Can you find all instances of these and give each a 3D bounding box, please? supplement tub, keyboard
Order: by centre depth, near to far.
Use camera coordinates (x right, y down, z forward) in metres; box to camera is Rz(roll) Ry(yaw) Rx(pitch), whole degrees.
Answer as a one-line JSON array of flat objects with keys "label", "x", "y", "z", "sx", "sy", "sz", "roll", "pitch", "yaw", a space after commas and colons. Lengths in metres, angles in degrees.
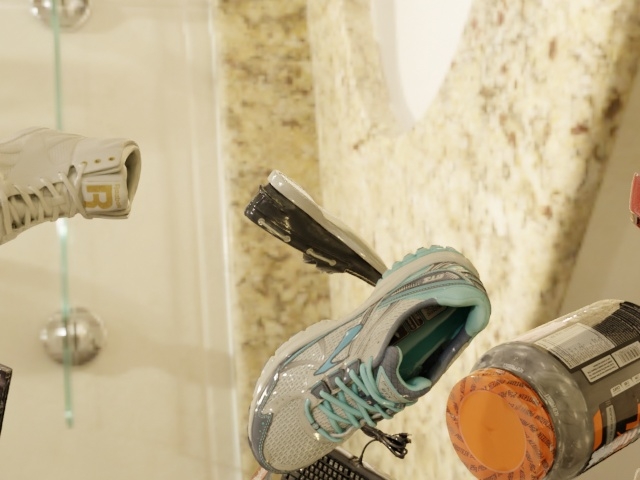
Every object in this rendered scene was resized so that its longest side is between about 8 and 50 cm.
[{"label": "supplement tub", "x": 0.327, "y": 0.204, "z": 1.214, "sx": 0.193, "sy": 0.316, "sz": 0.194, "roll": 21, "pitch": 118, "yaw": 46}, {"label": "keyboard", "x": 0.056, "y": 0.396, "z": 1.570, "sx": 0.317, "sy": 0.033, "sz": 0.202, "roll": 18, "pitch": 88, "yaw": 46}]

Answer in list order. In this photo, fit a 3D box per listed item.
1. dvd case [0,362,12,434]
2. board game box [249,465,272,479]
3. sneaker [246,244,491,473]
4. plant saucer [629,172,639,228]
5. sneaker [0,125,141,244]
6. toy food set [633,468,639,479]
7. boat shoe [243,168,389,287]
[{"label": "dvd case", "x": -0.473, "y": 0.235, "z": 1.147, "sx": 0.018, "sy": 0.164, "sz": 0.221, "roll": -19, "pitch": -55, "yaw": -68}, {"label": "board game box", "x": -0.145, "y": 0.594, "z": 1.832, "sx": 0.145, "sy": 0.027, "sz": 0.281, "roll": -20, "pitch": -57, "yaw": -80}, {"label": "sneaker", "x": 0.041, "y": 0.120, "z": 0.854, "sx": 0.283, "sy": 0.110, "sz": 0.122, "roll": -45, "pitch": 19, "yaw": 4}, {"label": "plant saucer", "x": 0.560, "y": 0.012, "z": 1.372, "sx": 0.258, "sy": 0.048, "sz": 0.259, "roll": 44, "pitch": -169, "yaw": 17}, {"label": "sneaker", "x": -0.304, "y": -0.056, "z": 1.014, "sx": 0.292, "sy": 0.169, "sz": 0.108, "roll": -62, "pitch": -25, "yaw": -59}, {"label": "toy food set", "x": 0.718, "y": 0.634, "z": 1.959, "sx": 0.306, "sy": 0.092, "sz": 0.220, "roll": -2, "pitch": -76, "yaw": -86}, {"label": "boat shoe", "x": 0.000, "y": 0.000, "z": 1.506, "sx": 0.091, "sy": 0.302, "sz": 0.114, "roll": -47, "pitch": 28, "yaw": 8}]
